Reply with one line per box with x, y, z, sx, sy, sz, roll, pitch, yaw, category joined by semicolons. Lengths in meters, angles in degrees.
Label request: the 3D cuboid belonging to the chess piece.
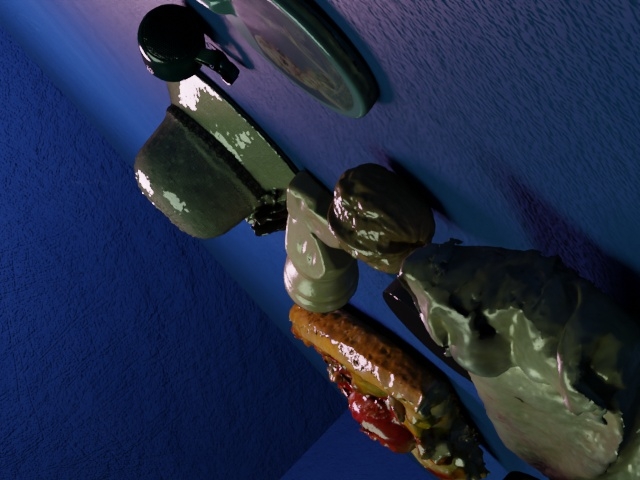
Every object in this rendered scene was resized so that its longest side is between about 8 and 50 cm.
0.000;0.000;1.589;0.090;0.090;0.200;42;162;19;chess piece

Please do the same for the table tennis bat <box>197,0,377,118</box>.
-0.052;-0.165;1.041;0.237;0.038;0.149;39;172;23;table tennis bat

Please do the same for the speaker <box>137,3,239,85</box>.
-0.117;-0.176;1.331;0.094;0.060;0.075;9;172;-1;speaker

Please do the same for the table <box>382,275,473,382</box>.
0.122;0.082;1.450;0.133;0.043;0.133;44;173;7;table

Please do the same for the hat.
-0.134;-0.079;1.649;0.257;0.130;0.257;44;174;6;hat

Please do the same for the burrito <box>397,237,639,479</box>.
0.174;0.104;1.009;0.175;0.107;0.348;37;173;39;burrito

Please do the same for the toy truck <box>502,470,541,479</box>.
0.257;0.332;1.129;0.405;0.181;0.254;23;-167;-37;toy truck

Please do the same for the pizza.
0.125;0.263;2.194;0.406;0.130;0.440;50;172;-25;pizza

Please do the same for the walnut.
0.046;-0.018;1.168;0.096;0.082;0.079;41;144;36;walnut
